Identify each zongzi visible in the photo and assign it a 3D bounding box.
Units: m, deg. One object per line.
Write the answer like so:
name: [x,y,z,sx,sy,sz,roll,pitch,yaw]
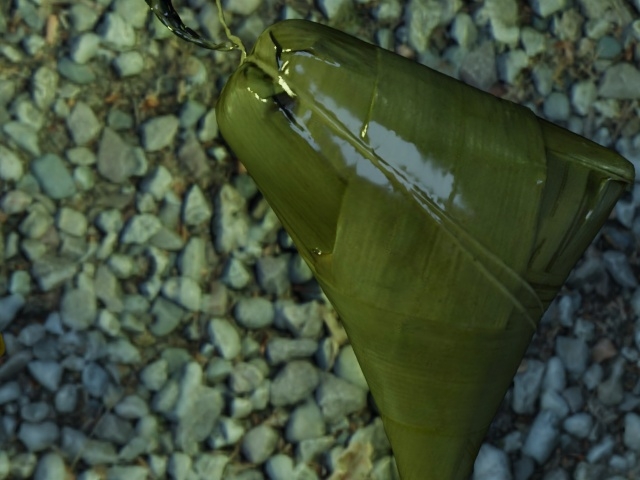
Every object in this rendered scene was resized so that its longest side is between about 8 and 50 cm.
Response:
zongzi: [0.000,0.000,1.613,0.447,0.181,0.418,24,85,-10]

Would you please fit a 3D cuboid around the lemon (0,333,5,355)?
lemon: [-0.346,0.073,1.531,0.187,0.142,0.142,9,82,-18]
